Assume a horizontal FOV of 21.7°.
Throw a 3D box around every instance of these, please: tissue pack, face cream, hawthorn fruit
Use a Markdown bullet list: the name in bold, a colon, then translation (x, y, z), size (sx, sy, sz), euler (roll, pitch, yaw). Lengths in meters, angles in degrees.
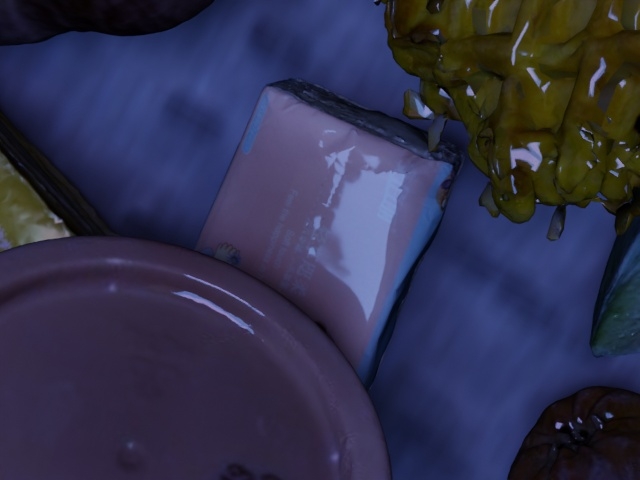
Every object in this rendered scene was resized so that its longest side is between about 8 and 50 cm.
- **tissue pack**: translation (0.000, 0.000, 0.554), size (0.074, 0.059, 0.094), euler (24, 102, 11)
- **face cream**: translation (-0.064, 0.086, 0.489), size (0.149, 0.149, 0.104), euler (30, 137, 6)
- **hawthorn fruit**: translation (0.103, 0.098, 0.553), size (0.066, 0.067, 0.103), euler (-22, 119, 13)

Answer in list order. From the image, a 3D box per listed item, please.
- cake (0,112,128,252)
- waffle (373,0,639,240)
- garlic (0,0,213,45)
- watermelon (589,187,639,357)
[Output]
- **cake**: translation (-0.128, -0.045, 0.578), size (0.185, 0.080, 0.116), euler (12, 87, 20)
- **waffle**: translation (0.094, -0.099, 0.477), size (0.197, 0.070, 0.193), euler (-51, 44, 18)
- **garlic**: translation (-0.088, -0.174, 0.498), size (0.245, 0.160, 0.245), euler (3, 107, 11)
- **watermelon**: translation (0.154, -0.026, 0.519), size (0.180, 0.081, 0.094), euler (-30, 107, 29)
